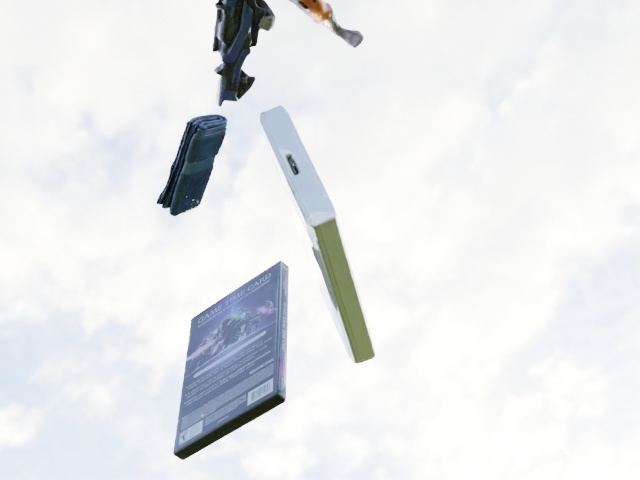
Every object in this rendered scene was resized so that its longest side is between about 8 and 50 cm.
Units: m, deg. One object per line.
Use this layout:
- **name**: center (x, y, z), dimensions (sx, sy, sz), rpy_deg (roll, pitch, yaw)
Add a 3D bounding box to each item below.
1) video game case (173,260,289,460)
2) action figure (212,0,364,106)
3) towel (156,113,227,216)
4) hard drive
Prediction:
- **video game case**: center (-0.127, 0.170, 1.472), dimensions (0.196, 0.274, 0.026), rpy_deg (-33, -58, 24)
- **action figure**: center (-0.089, -0.369, 1.451), dimensions (0.330, 0.178, 0.341), rpy_deg (6, -70, -31)
- **towel**: center (-0.147, -0.089, 1.161), dimensions (0.067, 0.029, 0.120), rpy_deg (-24, -39, -58)
- **hard drive**: center (0.000, 0.000, 1.296), dimensions (0.040, 0.203, 0.308), rpy_deg (-22, -39, -4)
